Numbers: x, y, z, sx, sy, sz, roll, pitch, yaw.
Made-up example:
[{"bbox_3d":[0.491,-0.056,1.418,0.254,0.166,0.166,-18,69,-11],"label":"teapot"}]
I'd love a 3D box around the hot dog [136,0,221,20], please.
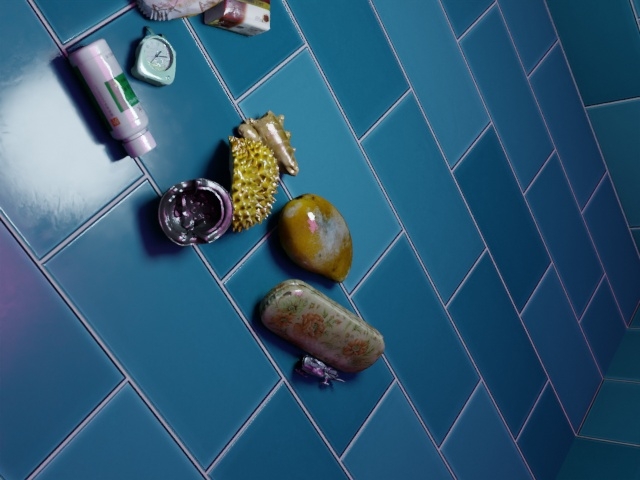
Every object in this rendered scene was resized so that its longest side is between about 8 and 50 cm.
[{"bbox_3d":[-0.310,-0.609,1.767,0.267,0.075,0.144,-24,100,-13],"label":"hot dog"}]

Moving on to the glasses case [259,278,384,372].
[{"bbox_3d":[0.011,0.242,2.036,0.425,0.156,0.098,36,21,-37],"label":"glasses case"}]

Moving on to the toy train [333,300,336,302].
[{"bbox_3d":[-0.013,0.181,2.090,0.148,0.038,0.071,32,64,-37],"label":"toy train"}]

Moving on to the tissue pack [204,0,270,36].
[{"bbox_3d":[-0.211,-0.594,1.899,0.148,0.099,0.106,2,87,-44],"label":"tissue pack"}]

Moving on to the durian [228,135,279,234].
[{"bbox_3d":[-0.170,-0.137,1.864,0.137,0.183,0.250,6,88,-18],"label":"durian"}]

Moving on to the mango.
[{"bbox_3d":[0.000,0.000,2.041,0.316,0.146,0.193,48,63,-38],"label":"mango"}]

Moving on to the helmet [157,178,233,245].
[{"bbox_3d":[-0.308,-0.066,1.766,0.176,0.107,0.153,-11,95,-30],"label":"helmet"}]

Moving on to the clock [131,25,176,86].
[{"bbox_3d":[-0.390,-0.438,1.759,0.101,0.041,0.135,15,76,-42],"label":"clock"}]

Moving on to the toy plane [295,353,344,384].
[{"bbox_3d":[-0.007,0.360,2.062,0.197,0.078,0.054,45,55,-50],"label":"toy plane"}]

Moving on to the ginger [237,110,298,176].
[{"bbox_3d":[-0.124,-0.264,1.980,0.205,0.081,0.115,42,47,-27],"label":"ginger"}]

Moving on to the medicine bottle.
[{"bbox_3d":[-0.457,-0.311,1.653,0.095,0.095,0.260,-41,116,-37],"label":"medicine bottle"}]
